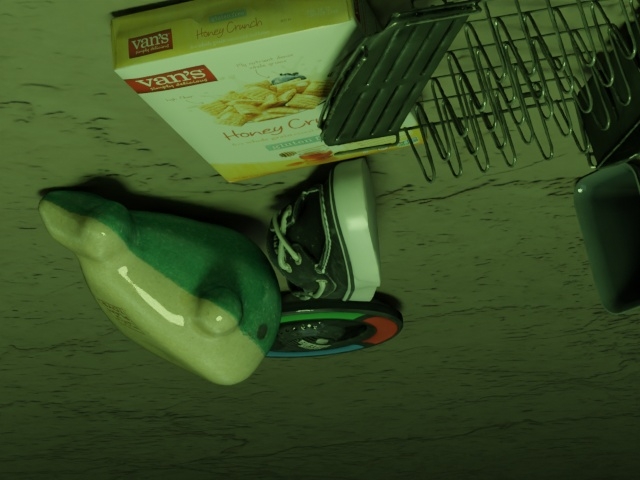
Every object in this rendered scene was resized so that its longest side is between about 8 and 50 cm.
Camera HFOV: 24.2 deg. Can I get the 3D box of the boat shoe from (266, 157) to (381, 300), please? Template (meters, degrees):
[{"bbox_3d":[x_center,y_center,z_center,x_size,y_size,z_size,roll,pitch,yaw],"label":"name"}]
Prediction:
[{"bbox_3d":[0.000,0.000,1.397,0.102,0.108,0.301,-5,170,-2],"label":"boat shoe"}]

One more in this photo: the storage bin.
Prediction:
[{"bbox_3d":[0.309,-0.002,1.421,0.091,0.135,0.098,-4,165,-36],"label":"storage bin"}]

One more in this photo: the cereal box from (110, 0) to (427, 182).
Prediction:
[{"bbox_3d":[-0.030,-0.114,1.103,0.173,0.047,0.240,-11,162,14],"label":"cereal box"}]

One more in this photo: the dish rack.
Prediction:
[{"bbox_3d":[0.139,-0.109,1.046,0.272,0.074,0.208,-11,158,-19],"label":"dish rack"}]

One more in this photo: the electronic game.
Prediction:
[{"bbox_3d":[-0.014,0.108,1.810,0.229,0.048,0.229,-4,162,-1],"label":"electronic game"}]

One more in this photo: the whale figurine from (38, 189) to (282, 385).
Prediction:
[{"bbox_3d":[-0.142,0.023,1.410,0.216,0.141,0.272,19,159,45],"label":"whale figurine"}]
